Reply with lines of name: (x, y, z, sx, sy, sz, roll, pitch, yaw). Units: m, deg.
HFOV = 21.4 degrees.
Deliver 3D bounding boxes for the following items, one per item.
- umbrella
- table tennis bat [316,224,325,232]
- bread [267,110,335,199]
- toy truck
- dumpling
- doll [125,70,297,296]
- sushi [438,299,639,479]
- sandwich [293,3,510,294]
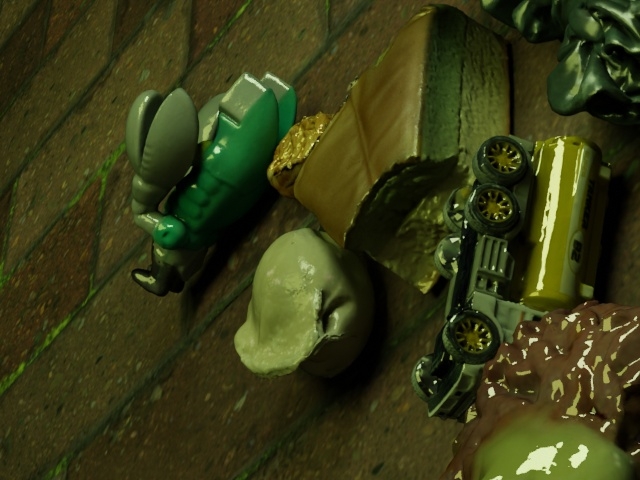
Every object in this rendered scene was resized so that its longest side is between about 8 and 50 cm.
umbrella: (0.223, -0.157, 1.272, 0.143, 0.094, 0.349, -55, 27, 25)
table tennis bat: (0.000, 0.000, 1.637, 0.083, 0.007, 0.050, -16, 52, 55)
bread: (-0.012, -0.088, 1.703, 0.110, 0.044, 0.083, -22, 45, 58)
toy truck: (0.144, 0.025, 1.216, 0.098, 0.114, 0.227, 117, 168, -60)
dumpling: (-0.015, 0.060, 1.490, 0.136, 0.118, 0.199, -41, 11, 34)
doll: (-0.135, -0.075, 1.786, 0.258, 0.153, 0.195, -53, -13, -8)
sushi: (0.169, 0.166, 0.898, 0.171, 0.236, 0.270, 3, 63, 54)
sandwich: (0.093, -0.083, 1.427, 0.220, 0.108, 0.186, -56, 26, 6)
